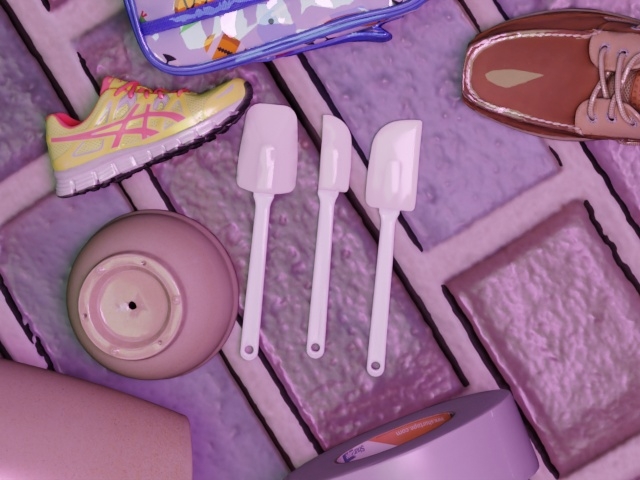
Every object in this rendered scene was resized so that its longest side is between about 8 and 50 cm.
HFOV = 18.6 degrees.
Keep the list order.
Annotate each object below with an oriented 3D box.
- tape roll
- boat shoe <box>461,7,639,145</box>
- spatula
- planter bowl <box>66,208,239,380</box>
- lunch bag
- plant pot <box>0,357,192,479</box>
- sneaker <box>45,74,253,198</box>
[{"bbox_3d":[0.078,0.205,1.716,0.219,0.219,0.072,-21,92,9],"label":"tape roll"},{"bbox_3d":[0.286,-0.139,1.711,0.324,0.120,0.123,5,95,7],"label":"boat shoe"},{"bbox_3d":[0.000,0.000,1.814,0.168,0.019,0.242,6,96,1],"label":"spatula"},{"bbox_3d":[-0.163,0.056,1.791,0.162,0.109,0.162,1,96,7],"label":"planter bowl"},{"bbox_3d":[-0.036,-0.278,1.747,0.303,0.115,0.243,-15,95,9],"label":"lunch bag"},{"bbox_3d":[-0.257,0.221,1.766,0.274,0.256,0.256,2,95,-9],"label":"plant pot"},{"bbox_3d":[-0.163,-0.114,1.791,0.208,0.081,0.094,-22,89,9],"label":"sneaker"}]
